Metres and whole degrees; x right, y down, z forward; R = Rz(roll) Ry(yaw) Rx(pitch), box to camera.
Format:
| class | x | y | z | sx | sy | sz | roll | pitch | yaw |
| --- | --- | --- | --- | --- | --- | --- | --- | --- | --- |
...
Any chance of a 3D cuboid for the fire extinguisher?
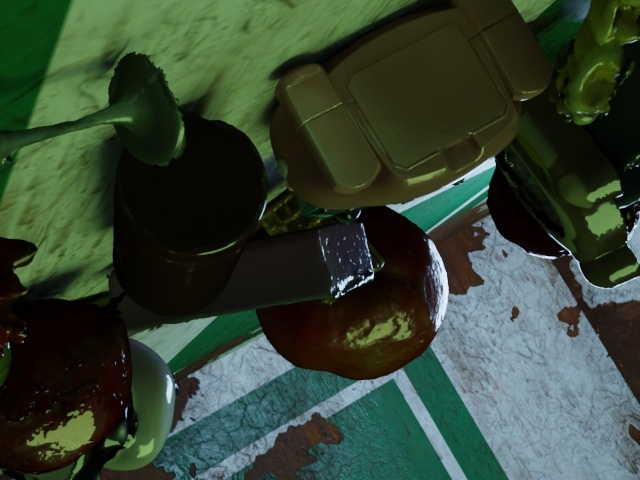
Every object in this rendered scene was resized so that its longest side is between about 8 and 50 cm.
| class | x | y | z | sx | sy | sz | roll | pitch | yaw |
| --- | --- | --- | --- | --- | --- | --- | --- | --- | --- |
| fire extinguisher | -0.122 | -0.011 | 0.943 | 0.337 | 0.114 | 0.135 | 128 | -21 | -71 |

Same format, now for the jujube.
| class | x | y | z | sx | sy | sz | roll | pitch | yaw |
| --- | --- | --- | --- | --- | --- | --- | --- | --- | --- |
| jujube | 0.415 | -0.106 | 1.776 | 0.276 | 0.276 | 0.377 | -33 | 172 | 24 |

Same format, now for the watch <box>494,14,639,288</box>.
| class | x | y | z | sx | sy | sz | roll | pitch | yaw |
| --- | --- | --- | --- | --- | --- | --- | --- | --- | --- |
| watch | 0.382 | -0.160 | 1.293 | 0.327 | 0.314 | 0.335 | -34 | 162 | 1 |

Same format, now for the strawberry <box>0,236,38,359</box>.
| class | x | y | z | sx | sy | sz | roll | pitch | yaw |
| --- | --- | --- | --- | --- | --- | --- | --- | --- | --- |
| strawberry | -0.289 | 0.063 | 0.635 | 0.228 | 0.098 | 0.174 | -5 | 125 | -42 |

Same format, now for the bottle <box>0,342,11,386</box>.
| class | x | y | z | sx | sy | sz | roll | pitch | yaw |
| --- | --- | --- | --- | --- | --- | --- | --- | --- | --- |
| bottle | -0.357 | 0.106 | 0.758 | 0.260 | 0.112 | 0.112 | -24 | 171 | -38 |

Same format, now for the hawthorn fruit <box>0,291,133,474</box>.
| class | x | y | z | sx | sy | sz | roll | pitch | yaw |
| --- | --- | --- | --- | --- | --- | --- | --- | --- | --- |
| hawthorn fruit | -0.272 | 0.131 | 1.105 | 0.235 | 0.181 | 0.181 | -43 | 172 | 3 |

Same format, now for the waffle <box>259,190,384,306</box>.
| class | x | y | z | sx | sy | sz | roll | pitch | yaw |
| --- | --- | --- | --- | --- | --- | --- | --- | --- | --- |
| waffle | 0.000 | 0.000 | 1.345 | 0.102 | 0.148 | 0.042 | -37 | -179 | 34 |

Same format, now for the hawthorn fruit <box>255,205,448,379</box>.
| class | x | y | z | sx | sy | sz | roll | pitch | yaw |
| --- | --- | --- | --- | --- | --- | --- | --- | --- | --- |
| hawthorn fruit | 0.041 | 0.065 | 1.538 | 0.287 | 0.287 | 0.330 | -30 | 167 | -2 |

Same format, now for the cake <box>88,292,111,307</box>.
| class | x | y | z | sx | sy | sz | roll | pitch | yaw |
| --- | --- | --- | --- | --- | --- | --- | --- | --- | --- |
| cake | -0.287 | 0.101 | 1.266 | 0.051 | 0.055 | 0.140 | -27 | 174 | 27 |

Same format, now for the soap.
| class | x | y | z | sx | sy | sz | roll | pitch | yaw |
| --- | --- | --- | --- | --- | --- | --- | --- | --- | --- |
| soap | -0.084 | 0.040 | 1.217 | 0.259 | 0.081 | 0.181 | -12 | -179 | 20 |

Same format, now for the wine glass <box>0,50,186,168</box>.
| class | x | y | z | sx | sy | sz | roll | pitch | yaw |
| --- | --- | --- | --- | --- | --- | --- | --- | --- | --- |
| wine glass | -0.194 | -0.043 | 0.567 | 0.262 | 0.074 | 0.074 | -22 | 170 | -42 |

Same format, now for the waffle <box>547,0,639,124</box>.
| class | x | y | z | sx | sy | sz | roll | pitch | yaw |
| --- | --- | --- | --- | --- | --- | --- | --- | --- | --- |
| waffle | 0.252 | -0.217 | 0.844 | 0.280 | 0.060 | 0.262 | -54 | 168 | -54 |

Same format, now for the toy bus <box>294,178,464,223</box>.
| class | x | y | z | sx | sy | sz | roll | pitch | yaw |
| --- | --- | --- | --- | --- | --- | --- | --- | --- | --- |
| toy bus | 0.074 | -0.086 | 1.190 | 0.091 | 0.109 | 0.261 | -26 | 175 | 39 |

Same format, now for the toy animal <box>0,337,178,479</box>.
| class | x | y | z | sx | sy | sz | roll | pitch | yaw |
| --- | --- | --- | --- | --- | --- | --- | --- | --- | --- |
| toy animal | -0.322 | 0.236 | 1.456 | 0.212 | 0.212 | 0.267 | -33 | 166 | 19 |

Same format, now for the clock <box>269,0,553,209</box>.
| class | x | y | z | sx | sy | sz | roll | pitch | yaw |
| --- | --- | --- | --- | --- | --- | --- | --- | --- | --- |
| clock | 0.070 | -0.101 | 0.965 | 0.227 | 0.142 | 0.241 | -29 | 176 | -12 |
